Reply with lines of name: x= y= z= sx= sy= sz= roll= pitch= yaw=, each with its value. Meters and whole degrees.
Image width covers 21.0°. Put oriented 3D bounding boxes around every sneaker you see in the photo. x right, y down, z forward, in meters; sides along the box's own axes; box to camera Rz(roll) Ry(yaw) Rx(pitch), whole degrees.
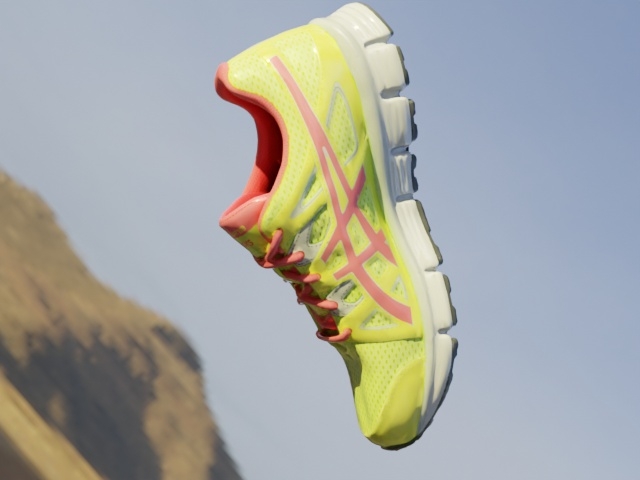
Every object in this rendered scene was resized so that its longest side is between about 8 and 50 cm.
sneaker: x=0.000 y=0.000 z=0.803 sx=0.081 sy=0.094 sz=0.208 roll=176 pitch=-99 yaw=-70
